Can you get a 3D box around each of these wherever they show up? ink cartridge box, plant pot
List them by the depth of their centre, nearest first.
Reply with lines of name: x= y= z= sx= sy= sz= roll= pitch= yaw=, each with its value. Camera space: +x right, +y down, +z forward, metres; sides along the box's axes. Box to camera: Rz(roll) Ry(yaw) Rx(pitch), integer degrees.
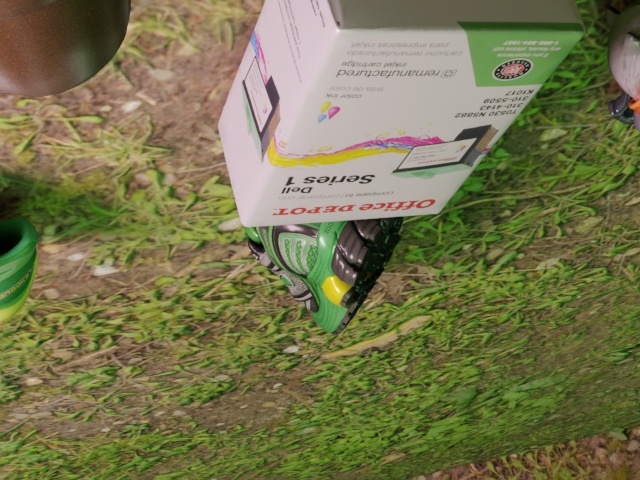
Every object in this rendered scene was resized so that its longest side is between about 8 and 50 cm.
plant pot: x=-0.182 y=-0.173 z=0.617 sx=0.167 sy=0.167 sz=0.165 roll=-11 pitch=163 yaw=-7
ink cartridge box: x=0.049 y=-0.128 z=0.871 sx=0.201 sy=0.117 sz=0.278 roll=-4 pitch=154 yaw=-21

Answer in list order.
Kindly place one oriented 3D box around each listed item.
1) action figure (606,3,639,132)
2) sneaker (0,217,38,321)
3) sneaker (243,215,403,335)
action figure: x=0.409 y=-0.146 z=0.926 sx=0.330 sy=0.179 sz=0.341 roll=17 pitch=145 yaw=-5
sneaker: x=-0.389 y=-0.006 z=0.939 sx=0.295 sy=0.109 sz=0.123 roll=9 pitch=124 yaw=-38
sneaker: x=0.000 y=0.000 z=1.140 sx=0.134 sy=0.146 sz=0.343 roll=-56 pitch=172 yaw=-12
